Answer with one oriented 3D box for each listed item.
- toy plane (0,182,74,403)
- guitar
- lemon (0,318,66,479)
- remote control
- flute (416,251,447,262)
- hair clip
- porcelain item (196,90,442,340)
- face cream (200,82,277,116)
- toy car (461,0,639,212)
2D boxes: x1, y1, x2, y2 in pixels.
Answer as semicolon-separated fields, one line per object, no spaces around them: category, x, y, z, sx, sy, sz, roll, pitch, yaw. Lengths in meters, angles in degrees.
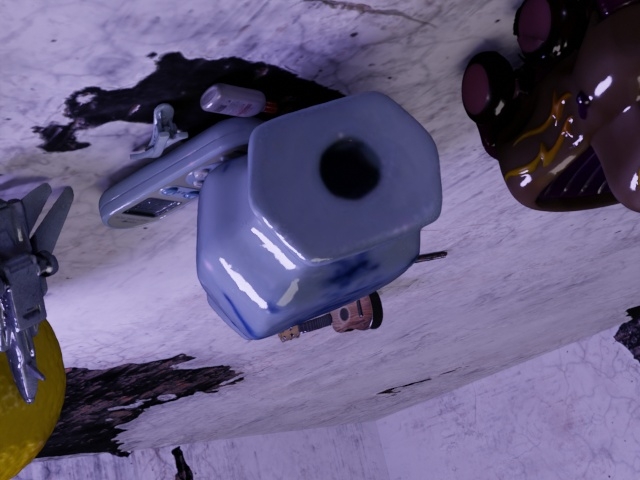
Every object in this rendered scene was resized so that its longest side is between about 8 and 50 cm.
toy plane;-0.341;0.079;1.029;0.088;0.267;0.212;14;-150;40
guitar;0.015;0.157;1.799;0.038;0.083;0.271;3;162;-44
lemon;-0.493;0.185;1.169;0.336;0.335;0.336;-12;161;-4
remote control;-0.154;-0.075;1.038;0.244;0.047;0.087;-25;166;29
flute;0.096;0.046;1.611;0.270;0.014;0.014;-9;161;-13
hair clip;-0.172;-0.109;0.968;0.030;0.039;0.115;0;168;-27
porcelain item;-0.021;-0.008;1.013;0.243;0.178;0.405;-20;170;-19
face cream;-0.080;-0.141;0.939;0.083;0.021;0.040;4;155;-42
toy car;0.320;-0.121;0.934;0.271;0.240;0.340;-4;156;-22
